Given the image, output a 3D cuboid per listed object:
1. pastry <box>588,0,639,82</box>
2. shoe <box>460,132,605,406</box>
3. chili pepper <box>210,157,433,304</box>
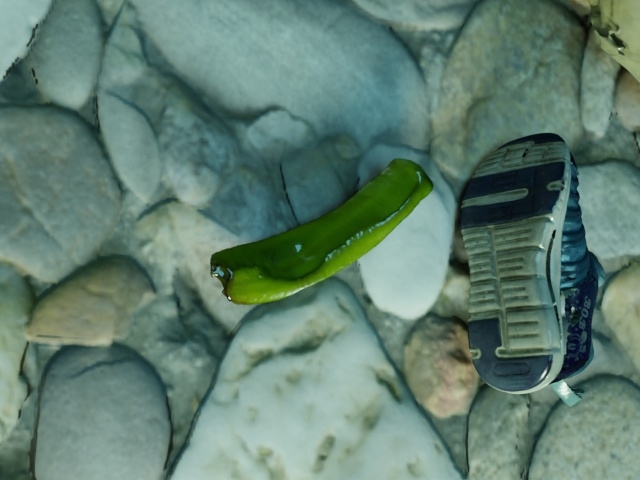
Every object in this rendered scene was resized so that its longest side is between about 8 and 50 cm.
[{"bbox_3d":[0.325,-0.233,1.455,0.265,0.133,0.265,4,83,-29],"label":"pastry"},{"bbox_3d":[0.167,0.020,1.369,0.106,0.091,0.207,16,70,-50],"label":"shoe"},{"bbox_3d":[0.000,0.000,1.287,0.201,0.050,0.052,-29,82,-32],"label":"chili pepper"}]
